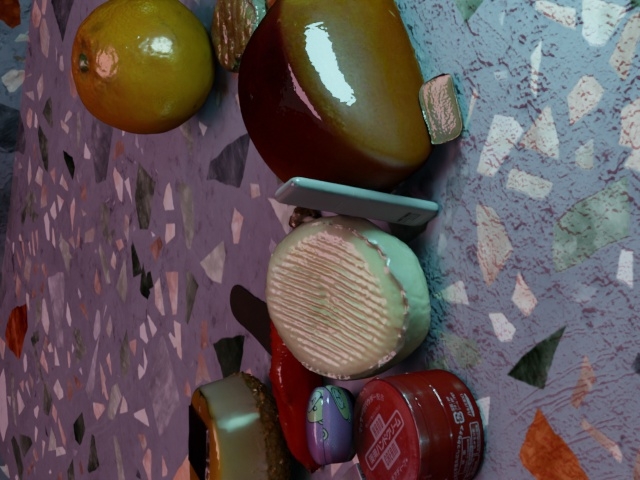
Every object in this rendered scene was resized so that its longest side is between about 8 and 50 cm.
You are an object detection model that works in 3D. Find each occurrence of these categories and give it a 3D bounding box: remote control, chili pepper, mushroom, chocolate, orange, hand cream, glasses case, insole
[{"bbox_3d":[0.057,-0.060,1.652,0.067,0.261,0.029,-36,52,52],"label":"remote control"},{"bbox_3d":[-0.039,0.244,2.015,0.110,0.110,0.387,18,114,58],"label":"chili pepper"},{"bbox_3d":[0.000,0.000,1.964,0.187,0.061,0.060,48,128,41],"label":"mushroom"},{"bbox_3d":[0.187,-0.194,1.641,0.064,0.031,0.100,-26,74,39],"label":"chocolate"},{"bbox_3d":[-0.376,-0.376,2.335,0.312,0.312,0.312,11,103,59],"label":"orange"},{"bbox_3d":[0.147,0.293,1.672,0.193,0.125,0.193,7,98,59],"label":"hand cream"},{"bbox_3d":[0.022,0.302,1.803,0.316,0.076,0.123,56,-148,-78],"label":"glasses case"},{"bbox_3d":[-0.112,0.168,2.222,0.328,0.007,0.111,29,117,56],"label":"insole"}]

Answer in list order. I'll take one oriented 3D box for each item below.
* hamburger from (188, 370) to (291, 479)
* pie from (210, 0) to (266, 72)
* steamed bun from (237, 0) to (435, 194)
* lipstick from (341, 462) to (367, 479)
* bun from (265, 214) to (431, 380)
[{"bbox_3d":[-0.155,0.402,2.146,0.276,0.179,0.294,-158,68,-68],"label":"hamburger"},{"bbox_3d":[-0.164,-0.425,2.207,0.195,0.046,0.195,5,96,60],"label":"pie"},{"bbox_3d":[0.010,-0.238,1.726,0.235,0.248,0.379,-42,56,53],"label":"steamed bun"},{"bbox_3d":[0.122,0.516,1.796,0.068,0.066,0.317,-56,46,48],"label":"lipstick"},{"bbox_3d":[0.049,0.086,1.770,0.287,0.146,0.287,8,106,30],"label":"bun"}]
